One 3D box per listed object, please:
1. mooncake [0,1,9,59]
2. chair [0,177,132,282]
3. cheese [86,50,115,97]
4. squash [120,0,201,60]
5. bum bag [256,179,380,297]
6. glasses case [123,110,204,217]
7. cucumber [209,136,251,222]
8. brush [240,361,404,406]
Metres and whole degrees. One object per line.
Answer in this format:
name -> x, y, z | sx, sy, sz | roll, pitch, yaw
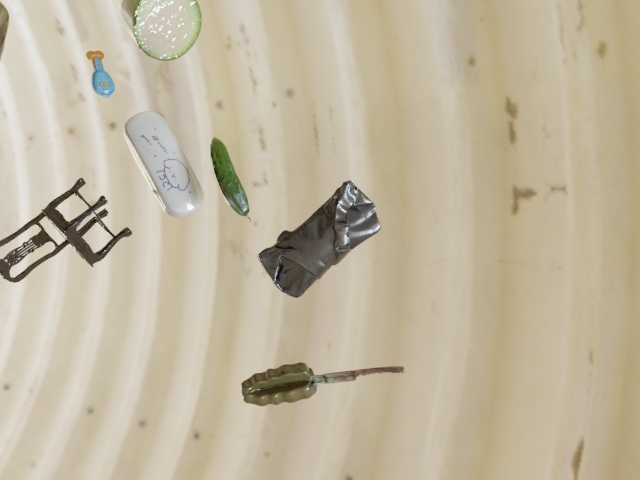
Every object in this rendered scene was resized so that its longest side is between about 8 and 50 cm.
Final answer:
mooncake -> -0.718, -0.318, 1.586 | 0.246, 0.394, 0.393 | 21, -111, 9
chair -> -0.474, 0.005, 1.778 | 0.229, 0.106, 0.113 | -42, -134, -12
cheese -> -0.448, -0.339, 2.006 | 0.047, 0.111, 0.017 | -7, 161, -32
squash -> -0.356, -0.486, 2.138 | 0.170, 0.170, 0.122 | -40, -131, -20
bum bag -> 0.000, 0.000, 1.913 | 0.248, 0.123, 0.060 | -41, -178, 8
glasses case -> -0.269, -0.131, 1.695 | 0.076, 0.197, 0.049 | -26, 175, -24
cucumber -> -0.154, -0.103, 1.641 | 0.039, 0.168, 0.039 | -20, 162, -7
brush -> 0.005, 0.251, 1.806 | 0.300, 0.071, 0.084 | -10, 174, 11
